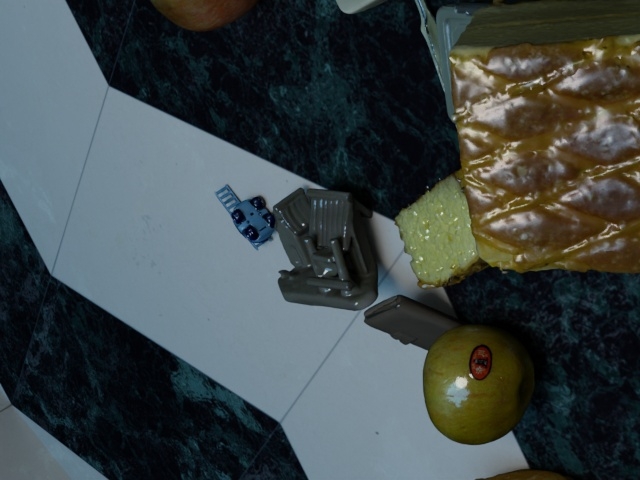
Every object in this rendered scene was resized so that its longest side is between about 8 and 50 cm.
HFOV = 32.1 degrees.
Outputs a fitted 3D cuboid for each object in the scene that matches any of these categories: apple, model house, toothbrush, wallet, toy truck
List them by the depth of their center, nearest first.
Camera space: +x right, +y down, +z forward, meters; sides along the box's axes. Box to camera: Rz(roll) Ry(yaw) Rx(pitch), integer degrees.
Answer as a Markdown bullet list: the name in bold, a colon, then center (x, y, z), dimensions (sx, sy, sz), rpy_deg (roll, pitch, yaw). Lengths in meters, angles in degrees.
- **toothbrush**: center (0.159, -0.265, 1.535), dimensions (0.028, 0.026, 0.294), rpy_deg (-5, 110, 63)
- **apple**: center (0.237, 0.212, 1.654), dimensions (0.155, 0.182, 0.182), rpy_deg (-4, 114, 22)
- **apple**: center (-0.170, -0.411, 1.663), dimensions (0.174, 0.188, 0.188), rpy_deg (-9, 108, 44)
- **wallet**: center (0.152, 0.130, 1.736), dimensions (0.153, 0.038, 0.118), rpy_deg (23, 150, -27)
- **model house**: center (0.006, 0.002, 1.800), dimensions (0.229, 0.122, 0.188), rpy_deg (7, 117, 47)
- **toy truck**: center (-0.136, -0.051, 1.969), dimensions (0.136, 0.063, 0.074), rpy_deg (53, 161, 11)

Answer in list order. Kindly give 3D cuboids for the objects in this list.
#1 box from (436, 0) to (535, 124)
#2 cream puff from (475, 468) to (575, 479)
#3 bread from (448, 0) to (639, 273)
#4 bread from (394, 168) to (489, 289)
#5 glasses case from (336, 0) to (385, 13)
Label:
- **box**: center (0.228, -0.232, 1.431), dimensions (0.124, 0.093, 0.172), rpy_deg (14, 124, 40)
- **cream puff**: center (0.311, 0.506, 1.685), dimensions (0.343, 0.327, 0.231), rpy_deg (-13, 106, 10)
- **bread**: center (0.301, -0.124, 1.270), dimensions (0.279, 0.207, 0.279), rpy_deg (0, 117, 15)
- **bread**: center (0.207, -0.030, 1.547), dimensions (0.143, 0.139, 0.229), rpy_deg (62, 155, 4)
- **glasses case**: center (0.033, -0.469, 1.477), dimensions (0.131, 0.070, 0.313), rpy_deg (-17, 95, 51)
